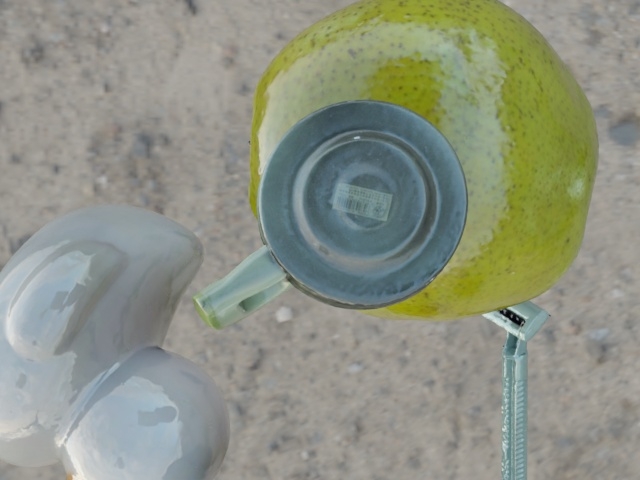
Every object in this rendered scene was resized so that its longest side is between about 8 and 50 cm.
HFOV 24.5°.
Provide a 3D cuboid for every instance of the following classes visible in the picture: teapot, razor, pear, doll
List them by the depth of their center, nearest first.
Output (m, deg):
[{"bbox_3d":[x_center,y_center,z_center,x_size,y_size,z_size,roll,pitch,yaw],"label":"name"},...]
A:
[{"bbox_3d":[0.000,-0.009,0.676,0.124,0.091,0.092,-6,80,-5],"label":"teapot"},{"bbox_3d":[0.056,-0.047,0.829,0.198,0.198,0.198,2,95,28],"label":"pear"},{"bbox_3d":[0.125,0.116,0.966,0.084,0.036,0.211,35,142,50],"label":"razor"},{"bbox_3d":[-0.155,0.101,1.141,0.221,0.221,0.251,18,71,26],"label":"doll"}]
